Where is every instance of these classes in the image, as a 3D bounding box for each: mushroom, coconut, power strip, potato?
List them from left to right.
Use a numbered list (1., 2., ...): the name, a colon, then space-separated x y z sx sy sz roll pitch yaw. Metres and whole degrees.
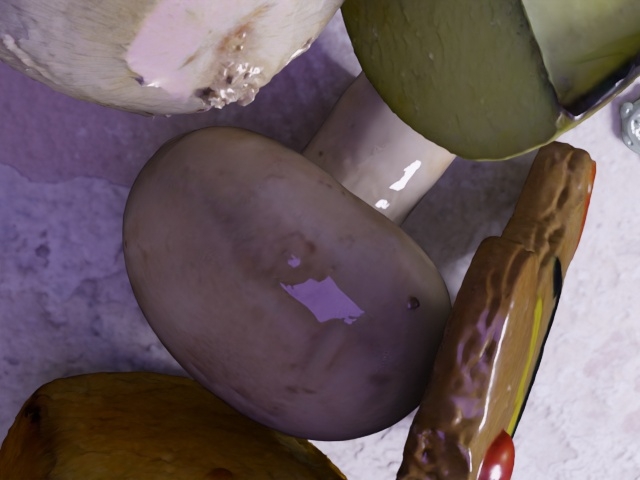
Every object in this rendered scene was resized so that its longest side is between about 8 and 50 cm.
1. coconut: -0.113 -0.225 0.963 0.297 0.254 0.297 -10 145 -7
2. mushroom: 0.000 0.000 1.146 0.290 0.292 0.292 -51 119 -24
3. potato: 0.170 -0.239 1.068 0.280 0.213 0.330 -21 83 -26
4. power strip: 0.298 -0.091 1.249 0.055 0.035 0.083 -31 115 6

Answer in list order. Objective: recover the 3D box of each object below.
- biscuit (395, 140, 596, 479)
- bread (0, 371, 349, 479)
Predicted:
1. biscuit: 0.136 0.131 1.141 0.076 0.394 0.368 19 114 11
2. bread: -0.128 0.248 1.166 0.337 0.358 0.204 2 110 -21
